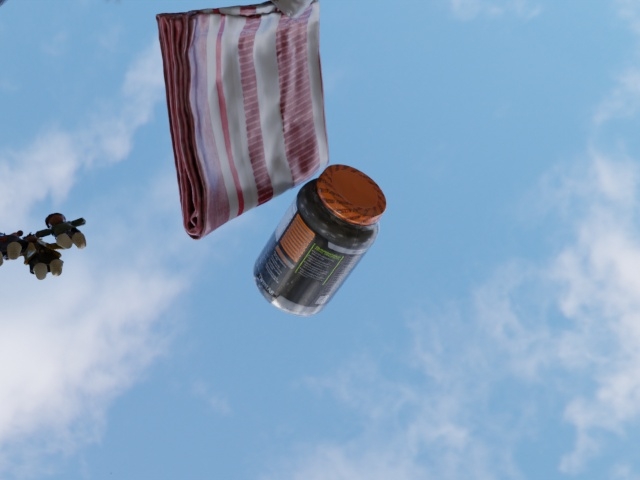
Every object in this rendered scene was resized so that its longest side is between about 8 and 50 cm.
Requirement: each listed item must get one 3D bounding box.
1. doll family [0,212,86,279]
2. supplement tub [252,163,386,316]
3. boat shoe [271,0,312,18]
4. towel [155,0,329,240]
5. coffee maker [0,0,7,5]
[{"bbox_3d":[-0.390,0.016,1.047,0.193,0.111,0.076,-10,-65,-30],"label":"doll family"},{"bbox_3d":[0.000,0.000,1.067,0.117,0.190,0.117,22,-142,-18],"label":"supplement tub"},{"bbox_3d":[-0.103,-0.368,0.985,0.267,0.088,0.096,41,-151,9],"label":"boat shoe"},{"bbox_3d":[-0.070,-0.160,0.981,0.037,0.329,0.237,5,-70,26],"label":"towel"},{"bbox_3d":[-0.481,-0.406,1.116,0.178,0.171,0.120,39,-111,-16],"label":"coffee maker"}]
